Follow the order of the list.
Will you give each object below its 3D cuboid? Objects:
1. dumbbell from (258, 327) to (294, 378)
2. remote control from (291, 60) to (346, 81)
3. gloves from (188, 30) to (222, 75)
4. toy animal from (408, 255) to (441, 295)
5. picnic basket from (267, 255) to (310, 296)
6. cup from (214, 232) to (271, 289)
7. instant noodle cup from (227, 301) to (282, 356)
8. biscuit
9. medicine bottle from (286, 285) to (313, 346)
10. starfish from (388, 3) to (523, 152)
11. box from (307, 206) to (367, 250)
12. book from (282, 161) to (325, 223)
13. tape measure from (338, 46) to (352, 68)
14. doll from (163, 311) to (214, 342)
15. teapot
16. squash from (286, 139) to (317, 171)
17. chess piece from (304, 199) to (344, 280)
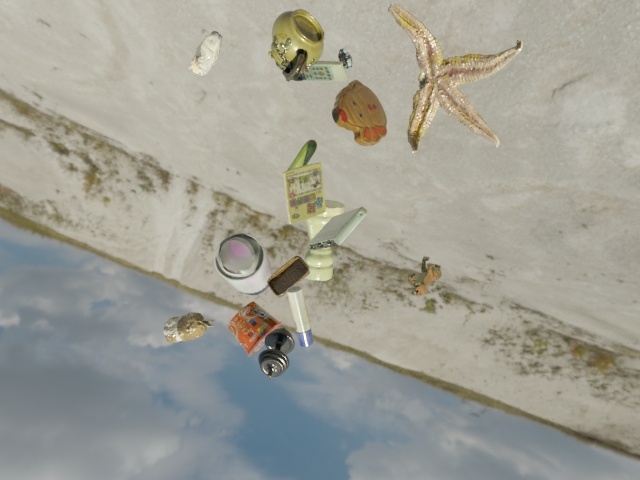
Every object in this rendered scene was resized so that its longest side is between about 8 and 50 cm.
[{"bbox_3d":[-0.137,0.348,1.300,0.099,0.099,0.208,22,-150,-4],"label":"dumbbell"},{"bbox_3d":[-0.016,-0.800,1.962,0.286,0.038,0.123,10,167,17],"label":"remote control"},{"bbox_3d":[-0.401,-0.667,1.473,0.070,0.153,0.114,23,174,-34],"label":"gloves"},{"bbox_3d":[0.538,0.198,2.124,0.097,0.312,0.157,4,127,44],"label":"toy animal"},{"bbox_3d":[-0.139,0.161,1.841,0.110,0.193,0.055,50,180,23],"label":"picnic basket"},{"bbox_3d":[-0.384,0.139,2.172,0.254,0.253,0.371,23,161,14],"label":"cup"},{"bbox_3d":[-0.355,0.458,2.195,0.192,0.250,0.250,43,-173,12],"label":"instant noodle cup"},{"bbox_3d":[0.208,-0.662,2.158,0.381,0.358,0.074,-29,-179,-45],"label":"biscuit"},{"bbox_3d":[-0.074,0.283,1.542,0.059,0.230,0.059,-10,-162,3],"label":"medicine bottle"},{"bbox_3d":[0.357,-0.456,1.214,0.384,0.397,0.132,22,-154,30],"label":"starfish"},{"bbox_3d":[0.063,-0.041,1.697,0.045,0.211,0.270,47,158,-13],"label":"box"},{"bbox_3d":[-0.054,-0.172,1.484,0.168,0.192,0.013,-21,-154,-34],"label":"book"},{"bbox_3d":[0.123,-0.907,2.066,0.091,0.054,0.094,61,179,13],"label":"tape measure"},{"bbox_3d":[-0.511,0.334,1.626,0.115,0.221,0.105,54,-161,-46],"label":"doll"},{"bbox_3d":[-0.088,-0.605,1.309,0.173,0.269,0.183,16,151,-34],"label":"teapot"},{"bbox_3d":[-0.095,-0.388,2.022,0.069,0.238,0.069,34,-169,-8],"label":"squash"},{"bbox_3d":[0.000,0.000,2.347,0.234,0.441,0.234,6,-163,-2],"label":"chess piece"}]
